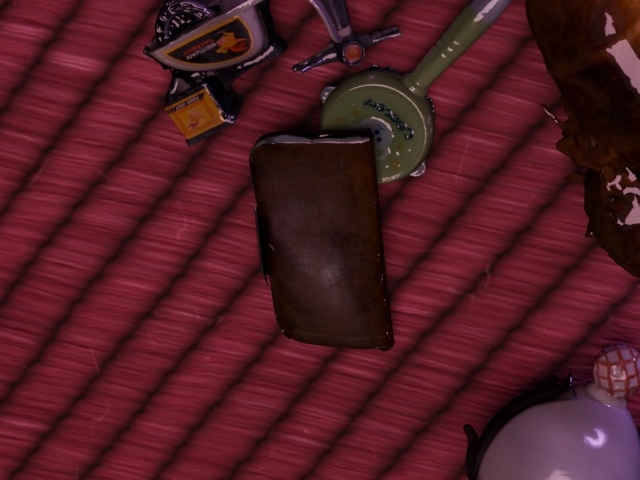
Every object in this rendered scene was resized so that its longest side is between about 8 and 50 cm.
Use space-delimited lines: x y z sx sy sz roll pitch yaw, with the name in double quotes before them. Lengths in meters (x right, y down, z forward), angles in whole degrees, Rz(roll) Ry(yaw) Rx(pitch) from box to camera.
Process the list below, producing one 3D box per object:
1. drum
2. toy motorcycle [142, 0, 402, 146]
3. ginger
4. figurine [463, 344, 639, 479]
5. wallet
"drum" 0.084 -0.171 1.869 0.130 0.049 0.253 26 113 -1
"toy motorcycle" -0.053 -0.215 1.856 0.263 0.091 0.157 -25 113 18
"ginger" 0.297 -0.130 1.772 0.254 0.176 0.418 -23 103 45
"figurine" 0.318 0.245 1.936 0.370 0.167 0.281 3 115 -2
"wallet" 0.000 0.000 1.924 0.137 0.031 0.255 3 123 15
